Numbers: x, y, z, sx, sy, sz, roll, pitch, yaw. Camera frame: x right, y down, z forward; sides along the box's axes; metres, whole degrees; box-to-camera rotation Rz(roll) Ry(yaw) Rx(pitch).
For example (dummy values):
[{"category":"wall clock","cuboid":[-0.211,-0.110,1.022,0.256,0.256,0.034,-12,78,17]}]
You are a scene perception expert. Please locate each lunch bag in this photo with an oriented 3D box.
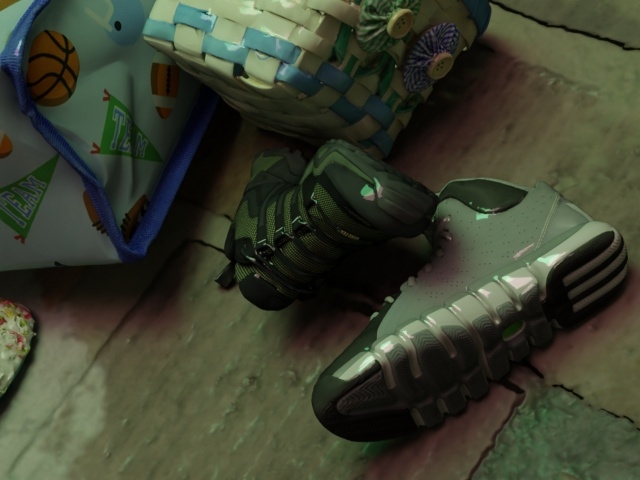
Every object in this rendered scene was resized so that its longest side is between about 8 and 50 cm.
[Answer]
[{"category":"lunch bag","cuboid":[-0.242,-0.175,1.272,0.328,0.239,0.385,-2,42,27]}]

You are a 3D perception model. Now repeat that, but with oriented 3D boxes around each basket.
[{"category":"basket","cuboid":[0.021,-0.217,1.186,0.201,0.255,0.289,16,83,30]}]

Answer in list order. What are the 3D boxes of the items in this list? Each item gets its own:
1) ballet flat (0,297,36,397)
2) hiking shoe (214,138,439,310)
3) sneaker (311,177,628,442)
[{"category":"ballet flat","cuboid":[-0.298,0.126,1.186,0.091,0.077,0.241,26,69,35]},{"category":"hiking shoe","cuboid":[0.000,0.000,1.113,0.114,0.086,0.227,-65,20,-9]},{"category":"sneaker","cuboid":[0.076,0.034,1.097,0.229,0.086,0.132,-29,45,-11]}]
